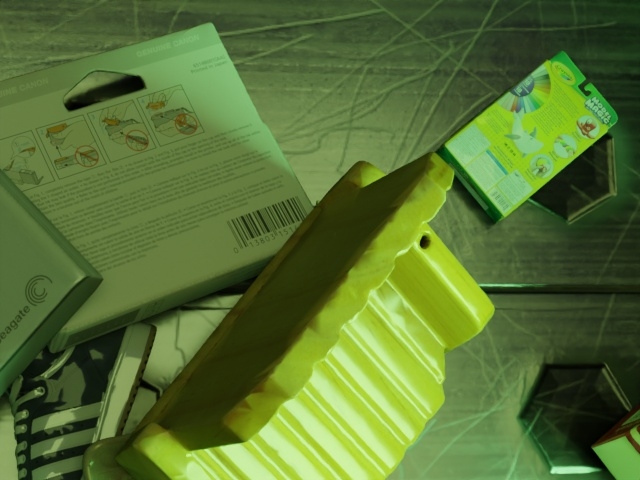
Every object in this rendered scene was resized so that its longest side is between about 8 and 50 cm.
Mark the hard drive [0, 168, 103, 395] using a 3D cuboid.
[{"bbox_3d":[-0.397,-0.001,1.390,0.353,0.047,0.233,44,97,16],"label":"hard drive"}]

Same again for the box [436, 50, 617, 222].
[{"bbox_3d":[0.225,-0.115,1.610,0.179,0.043,0.105,-39,88,-12],"label":"box"}]

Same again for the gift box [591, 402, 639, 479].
[{"bbox_3d":[0.447,0.237,1.482,0.276,0.255,0.258,-38,86,-20],"label":"gift box"}]

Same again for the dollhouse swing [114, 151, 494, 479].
[{"bbox_3d":[0.040,0.131,1.336,0.315,0.305,0.347,49,66,-23],"label":"dollhouse swing"}]

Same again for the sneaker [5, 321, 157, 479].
[{"bbox_3d":[-0.275,0.187,1.435,0.153,0.099,0.282,22,71,-9],"label":"sneaker"}]

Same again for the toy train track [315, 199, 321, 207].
[{"bbox_3d":[0.000,0.000,1.564,0.048,0.014,0.083,1,85,-17],"label":"toy train track"}]

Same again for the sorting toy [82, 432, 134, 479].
[{"bbox_3d":[-0.160,0.295,1.401,0.307,0.041,0.229,-4,81,-44],"label":"sorting toy"}]

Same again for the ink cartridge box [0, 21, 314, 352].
[{"bbox_3d":[-0.182,-0.060,1.480,0.296,0.066,0.261,-20,74,-27],"label":"ink cartridge box"}]
